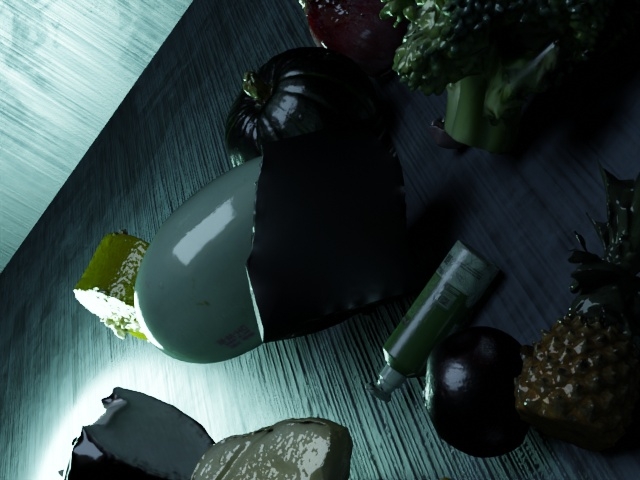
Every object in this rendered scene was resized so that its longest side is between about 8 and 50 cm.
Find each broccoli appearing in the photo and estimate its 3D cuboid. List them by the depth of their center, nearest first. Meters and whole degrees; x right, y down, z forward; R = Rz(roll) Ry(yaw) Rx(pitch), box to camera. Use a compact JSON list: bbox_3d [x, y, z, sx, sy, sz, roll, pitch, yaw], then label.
[{"bbox_3d":[0.213,-0.272,1.673,0.338,0.277,0.317,161,117,-70],"label":"broccoli"}]

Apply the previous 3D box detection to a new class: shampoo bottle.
[{"bbox_3d":[0.124,0.098,1.623,0.204,0.065,0.065,-55,22,7],"label":"shampoo bottle"}]

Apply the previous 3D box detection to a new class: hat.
[{"bbox_3d":[0.189,-0.146,1.856,0.087,0.042,0.058,-17,31,7],"label":"hat"}]

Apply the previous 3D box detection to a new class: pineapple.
[{"bbox_3d":[0.275,0.055,1.304,0.119,0.130,0.277,93,-161,-72],"label":"pineapple"}]

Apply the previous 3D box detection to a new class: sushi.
[{"bbox_3d":[0.000,-0.001,1.794,0.212,0.215,0.227,104,151,-74],"label":"sushi"}]

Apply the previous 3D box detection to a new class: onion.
[{"bbox_3d":[0.046,-0.348,2.213,0.159,0.195,0.159,-55,23,36],"label":"onion"}]

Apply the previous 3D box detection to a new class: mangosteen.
[{"bbox_3d":[0.177,0.147,1.388,0.151,0.137,0.137,-11,41,16],"label":"mangosteen"}]

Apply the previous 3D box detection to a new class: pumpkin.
[{"bbox_3d":[-0.039,-0.187,2.137,0.250,0.216,0.250,-37,33,30],"label":"pumpkin"}]

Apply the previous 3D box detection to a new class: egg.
[{"bbox_3d":[-0.111,0.021,2.006,0.371,0.230,0.230,-45,24,14],"label":"egg"}]

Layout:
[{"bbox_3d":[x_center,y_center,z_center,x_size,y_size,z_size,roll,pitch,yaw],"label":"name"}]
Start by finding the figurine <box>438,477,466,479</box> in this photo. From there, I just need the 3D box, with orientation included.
[{"bbox_3d":[0.123,0.292,1.376,0.101,0.068,0.143,-97,32,-64],"label":"figurine"}]

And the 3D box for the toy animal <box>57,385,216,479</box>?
[{"bbox_3d":[-0.283,0.386,1.908,0.251,0.251,0.310,-104,37,-61],"label":"toy animal"}]

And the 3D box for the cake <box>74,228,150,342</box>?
[{"bbox_3d":[-0.310,0.084,2.416,0.260,0.179,0.156,-10,53,63],"label":"cake"}]

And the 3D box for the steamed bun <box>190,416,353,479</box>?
[{"bbox_3d":[-0.055,0.305,1.671,0.212,0.110,0.231,25,80,51],"label":"steamed bun"}]
